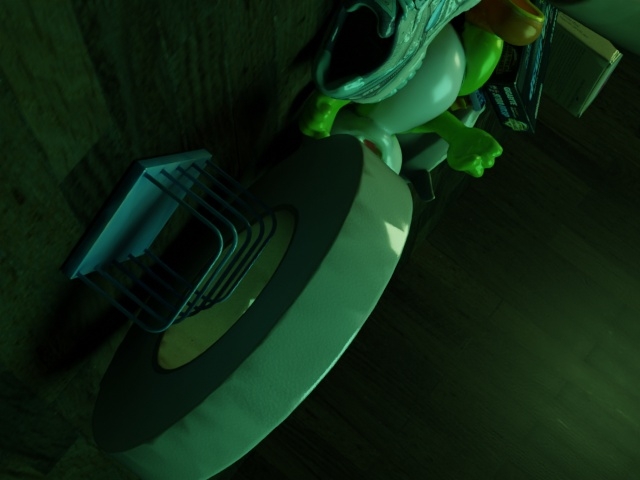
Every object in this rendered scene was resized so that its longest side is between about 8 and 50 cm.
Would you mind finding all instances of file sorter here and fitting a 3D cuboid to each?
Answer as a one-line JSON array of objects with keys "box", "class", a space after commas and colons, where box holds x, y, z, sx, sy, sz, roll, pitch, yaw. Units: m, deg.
[{"box": [-0.124, 0.002, 1.372, 0.118, 0.104, 0.170, -53, 173, 15], "class": "file sorter"}]

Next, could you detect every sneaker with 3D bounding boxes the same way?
[{"box": [0.089, -0.241, 1.503, 0.283, 0.110, 0.122, -57, 165, 25], "class": "sneaker"}]

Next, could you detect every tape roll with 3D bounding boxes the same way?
[{"box": [-0.071, 0.065, 1.508, 0.392, 0.072, 0.392, -43, -161, 19], "class": "tape roll"}]

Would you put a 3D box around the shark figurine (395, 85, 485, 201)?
[{"box": [0.162, -0.175, 2.279, 0.278, 0.116, 0.166, -46, -152, 16], "class": "shark figurine"}]

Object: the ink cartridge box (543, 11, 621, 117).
[{"box": [0.391, -0.325, 2.535, 0.088, 0.193, 0.234, -49, 172, -16], "class": "ink cartridge box"}]

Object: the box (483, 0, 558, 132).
[{"box": [0.279, -0.281, 2.149, 0.175, 0.051, 0.220, 50, 51, -66], "class": "box"}]

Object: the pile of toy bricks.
[{"box": [0.181, -0.231, 2.177, 0.105, 0.118, 0.212, -14, -158, 23], "class": "pile of toy bricks"}]

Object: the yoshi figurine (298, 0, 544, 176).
[{"box": [0.079, -0.130, 1.697, 0.362, 0.203, 0.203, -53, 160, 23], "class": "yoshi figurine"}]

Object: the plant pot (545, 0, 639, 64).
[{"box": [0.415, -0.382, 2.029, 0.280, 0.323, 0.323, 0, 136, -40], "class": "plant pot"}]
